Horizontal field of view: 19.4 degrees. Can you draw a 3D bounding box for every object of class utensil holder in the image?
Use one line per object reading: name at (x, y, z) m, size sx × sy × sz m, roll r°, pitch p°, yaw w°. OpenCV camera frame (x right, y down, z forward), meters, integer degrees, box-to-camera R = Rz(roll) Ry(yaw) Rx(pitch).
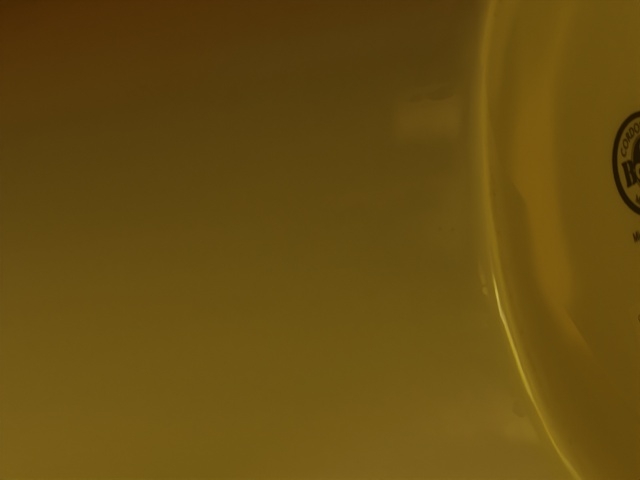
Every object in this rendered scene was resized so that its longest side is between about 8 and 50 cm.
utensil holder at (0.000, 0.000, 0.893) m, size 0.385 × 0.327 × 0.327 m, roll -9°, pitch 39°, yaw 38°
